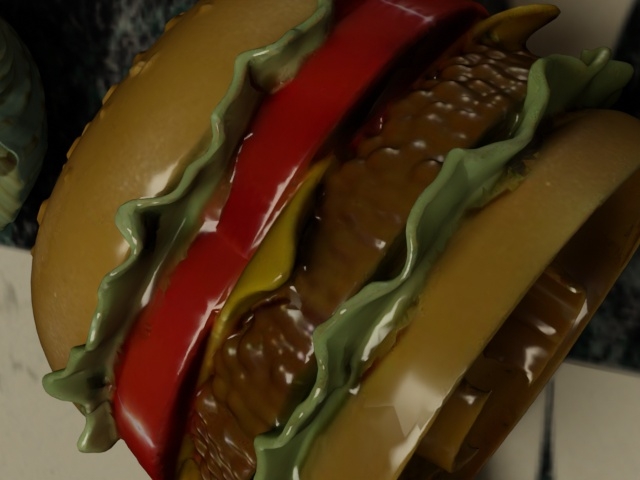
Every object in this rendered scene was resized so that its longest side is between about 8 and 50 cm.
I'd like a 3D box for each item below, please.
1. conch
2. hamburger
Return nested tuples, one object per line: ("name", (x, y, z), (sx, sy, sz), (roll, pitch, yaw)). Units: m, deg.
("conch", (-0.203, -0.075, 0.925), (0.135, 0.102, 0.153), (43, 156, 2))
("hamburger", (0.000, 0.000, 0.720), (0.212, 0.274, 0.274), (36, 120, 16))
